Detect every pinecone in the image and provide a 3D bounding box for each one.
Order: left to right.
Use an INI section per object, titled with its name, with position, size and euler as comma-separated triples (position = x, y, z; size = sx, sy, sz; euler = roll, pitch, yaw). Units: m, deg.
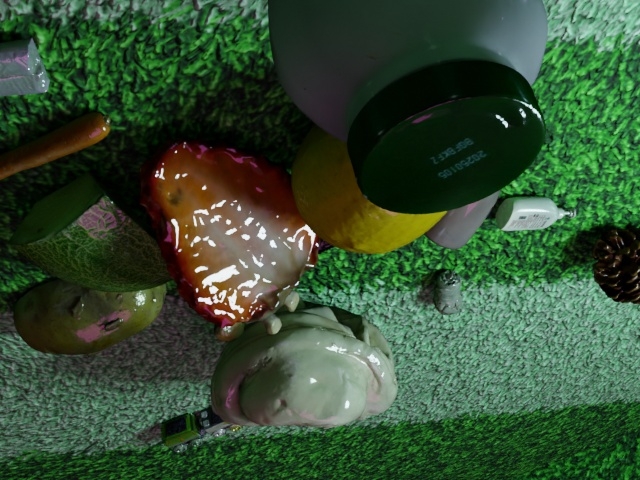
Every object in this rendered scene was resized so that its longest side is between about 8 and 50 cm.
[pinecone]
position = 0.605, 0.044, 2.051
size = 0.173, 0.174, 0.173
euler = -11, 149, -6

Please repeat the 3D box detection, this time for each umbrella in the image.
[umbrella]
position = 0.258, 0.108, 2.105
size = 0.067, 0.062, 0.143
euler = -42, 152, -15

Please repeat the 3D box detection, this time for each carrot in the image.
[carrot]
position = -0.401, -0.123, 1.467
size = 0.247, 0.043, 0.043
euler = -20, 149, 14

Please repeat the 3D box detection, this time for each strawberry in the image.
[strawberry]
position = -0.159, -0.025, 1.604
size = 0.149, 0.265, 0.336
euler = 14, 153, 52

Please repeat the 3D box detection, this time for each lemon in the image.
[lemon]
position = 0.080, -0.097, 1.522
size = 0.233, 0.234, 0.288
euler = 8, 155, -33

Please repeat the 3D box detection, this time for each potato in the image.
[potato]
position = -0.401, 0.137, 1.824
size = 0.271, 0.111, 0.160
euler = -14, 151, 1

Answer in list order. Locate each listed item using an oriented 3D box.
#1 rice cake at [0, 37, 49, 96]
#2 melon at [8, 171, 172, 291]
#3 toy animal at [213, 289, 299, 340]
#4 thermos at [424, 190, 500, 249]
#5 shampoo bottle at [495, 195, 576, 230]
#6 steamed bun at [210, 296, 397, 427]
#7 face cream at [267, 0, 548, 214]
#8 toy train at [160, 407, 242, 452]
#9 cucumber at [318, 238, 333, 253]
[rice cake]
position = -0.456, -0.207, 1.303
size = 0.221, 0.042, 0.080
euler = -9, 144, -7
[melon]
position = -0.310, 0.015, 1.648
size = 0.196, 0.124, 0.323
euler = -20, 148, 24
[toy animal]
position = -0.134, 0.092, 1.837
size = 0.168, 0.121, 0.233
euler = 22, 144, 15
[thermos]
position = 0.258, -0.090, 1.754
size = 0.137, 0.105, 0.193
euler = -22, 154, -43
[shampoo bottle]
position = 0.401, -0.050, 1.913
size = 0.152, 0.045, 0.077
euler = -1, 145, -18
[steamed bun]
position = -0.033, 0.225, 1.978
size = 0.339, 0.247, 0.352
euler = -5, 172, 44
[face cream]
position = 0.101, -0.231, 1.187
size = 0.312, 0.357, 0.219
euler = -10, 149, -6
[toy train]
position = -0.269, 0.423, 2.391
size = 0.202, 0.060, 0.081
euler = -23, 142, 11
[cucumber]
position = 0.000, 0.000, 1.826
size = 0.181, 0.053, 0.053
euler = -25, 148, 15
